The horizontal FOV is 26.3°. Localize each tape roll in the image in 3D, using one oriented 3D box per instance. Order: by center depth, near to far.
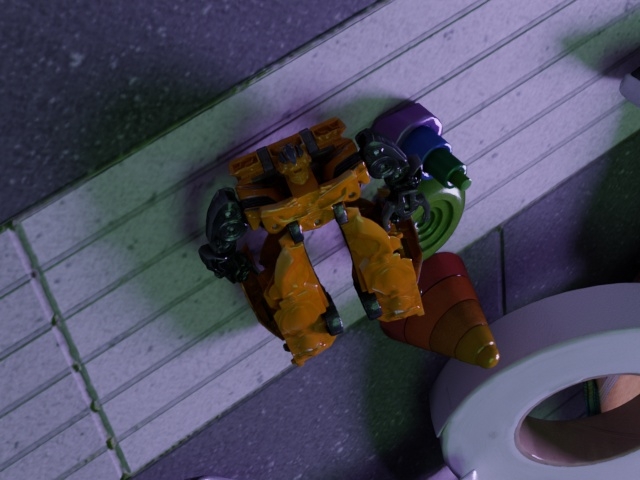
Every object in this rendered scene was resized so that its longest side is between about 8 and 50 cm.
[{"bbox_3d":[0.329,0.196,1.678,0.392,0.072,0.392,-6,141,-5],"label":"tape roll"}]

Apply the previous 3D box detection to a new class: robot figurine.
[{"bbox_3d":[0.000,0.000,1.264,0.211,0.085,0.291,-23,142,-2],"label":"robot figurine"}]

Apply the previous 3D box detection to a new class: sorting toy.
[{"bbox_3d":[0.132,0.019,1.405,0.127,0.126,0.365,-34,144,-17],"label":"sorting toy"}]

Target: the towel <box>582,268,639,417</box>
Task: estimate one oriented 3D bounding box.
[{"bbox_3d":[0.439,0.171,1.891,0.271,0.040,0.370,-51,147,-24],"label":"towel"}]

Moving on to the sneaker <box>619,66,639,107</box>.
[{"bbox_3d":[0.434,-0.219,1.510,0.269,0.101,0.153,-15,134,-44],"label":"sneaker"}]

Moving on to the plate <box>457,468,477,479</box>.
[{"bbox_3d":[0.077,0.414,1.726,0.278,0.045,0.277,-31,162,-19],"label":"plate"}]

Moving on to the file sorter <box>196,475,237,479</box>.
[{"bbox_3d":[-0.094,0.416,1.485,0.193,0.173,0.277,15,115,-24],"label":"file sorter"}]
